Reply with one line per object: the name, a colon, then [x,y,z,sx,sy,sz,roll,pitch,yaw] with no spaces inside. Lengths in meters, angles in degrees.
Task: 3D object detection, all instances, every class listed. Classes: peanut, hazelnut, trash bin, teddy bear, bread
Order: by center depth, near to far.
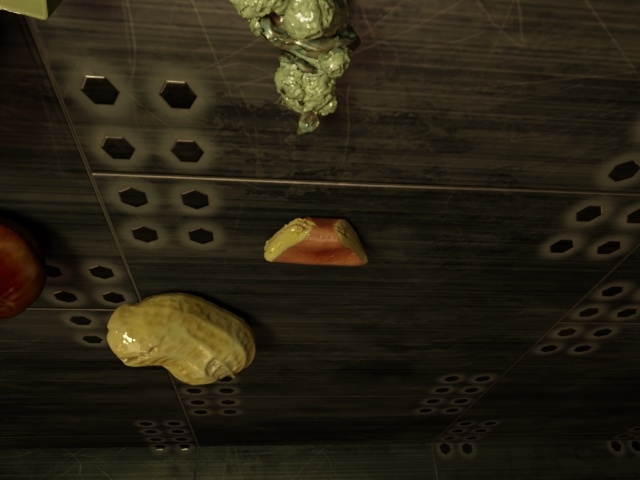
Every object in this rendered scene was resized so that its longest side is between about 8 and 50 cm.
trash bin: [-0.279,-0.259,0.466,0.061,0.092,0.043,10,139,-17]
teddy bear: [-0.015,-0.221,0.538,0.111,0.133,0.213,-48,164,-10]
hazelnut: [-0.551,0.045,0.790,0.178,0.177,0.203,-6,143,5]
bread: [0.000,-0.001,0.845,0.193,0.067,0.119,4,150,-7]
peanut: [-0.281,0.203,1.025,0.340,0.158,0.174,39,88,-37]
